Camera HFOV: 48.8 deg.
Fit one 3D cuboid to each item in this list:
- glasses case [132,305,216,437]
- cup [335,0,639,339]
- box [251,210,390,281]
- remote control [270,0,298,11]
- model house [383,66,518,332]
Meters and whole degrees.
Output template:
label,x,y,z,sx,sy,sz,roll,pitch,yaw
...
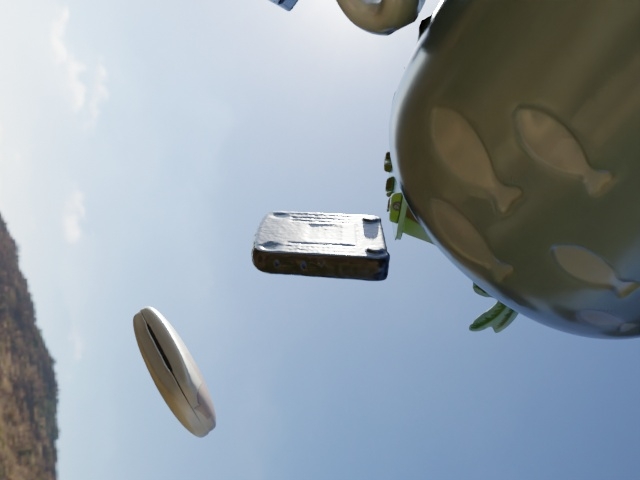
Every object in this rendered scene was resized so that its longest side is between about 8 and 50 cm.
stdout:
label,x,y,z,sx,sy,sz,roll,pitch,yaw
glasses case,-0.174,0.150,0.831,0.204,0.051,0.081,45,-17,49
cup,0.151,-0.128,0.405,0.275,0.356,0.259,-58,178,39
box,0.000,0.000,0.652,0.126,0.125,0.027,-88,-178,-69
remote control,-0.052,-0.315,0.882,0.044,0.027,0.152,-60,176,17
model house,0.261,-0.068,1.095,0.300,0.323,0.341,-80,176,-68
